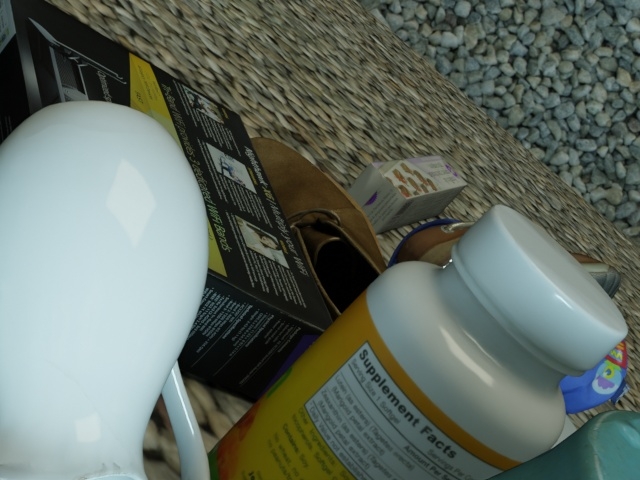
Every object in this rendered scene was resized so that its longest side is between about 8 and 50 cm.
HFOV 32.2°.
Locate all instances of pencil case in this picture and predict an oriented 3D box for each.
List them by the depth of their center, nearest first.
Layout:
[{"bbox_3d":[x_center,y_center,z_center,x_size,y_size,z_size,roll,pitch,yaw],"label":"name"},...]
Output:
[{"bbox_3d":[0.203,0.091,1.183,0.306,0.133,0.119,30,-20,-35],"label":"pencil case"}]

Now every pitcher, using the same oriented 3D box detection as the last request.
[{"bbox_3d":[-0.110,0.048,0.580,0.178,0.125,0.207,43,41,-53],"label":"pitcher"}]

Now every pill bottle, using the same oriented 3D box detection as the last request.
[{"bbox_3d":[0.052,0.099,0.640,0.136,0.245,0.136,38,19,-15],"label":"pill bottle"}]

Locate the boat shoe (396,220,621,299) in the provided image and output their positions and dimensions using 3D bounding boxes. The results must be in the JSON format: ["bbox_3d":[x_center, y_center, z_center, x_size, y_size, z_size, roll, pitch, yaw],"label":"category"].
[{"bbox_3d":[0.175,0.037,0.996,0.116,0.123,0.324,43,14,28],"label":"boat shoe"}]

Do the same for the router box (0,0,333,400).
[{"bbox_3d":[-0.139,-0.042,0.828,0.243,0.081,0.309,28,23,-35],"label":"router box"}]

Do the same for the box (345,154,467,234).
[{"bbox_3d":[0.114,-0.063,1.426,0.063,0.067,0.324,46,19,10],"label":"box"}]

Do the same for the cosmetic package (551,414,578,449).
[{"bbox_3d":[0.181,0.199,0.945,0.117,0.085,0.231,23,27,-44],"label":"cosmetic package"}]

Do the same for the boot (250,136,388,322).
[{"bbox_3d":[0.000,0.000,0.923,0.305,0.112,0.115,56,-12,34],"label":"boot"}]

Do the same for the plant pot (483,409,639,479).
[{"bbox_3d":[0.083,0.210,0.419,0.272,0.255,0.271,34,22,-16],"label":"plant pot"}]
